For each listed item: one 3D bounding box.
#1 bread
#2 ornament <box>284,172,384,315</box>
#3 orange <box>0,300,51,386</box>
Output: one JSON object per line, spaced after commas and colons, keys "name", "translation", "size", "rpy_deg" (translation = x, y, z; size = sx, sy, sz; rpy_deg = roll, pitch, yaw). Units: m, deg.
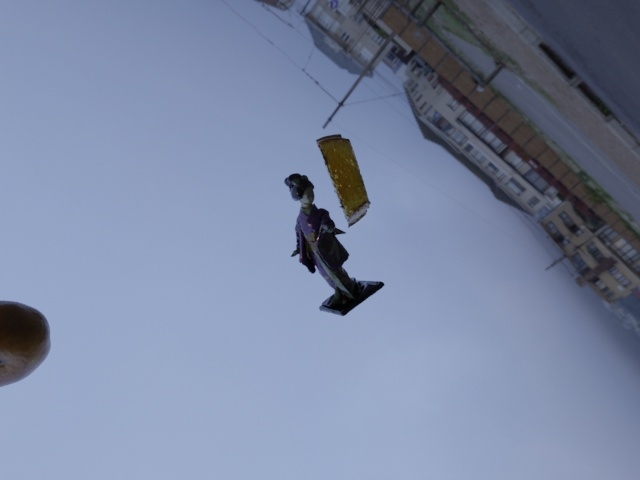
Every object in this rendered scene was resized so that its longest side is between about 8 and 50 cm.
{"name": "bread", "translation": [0.047, -0.118, 0.820], "size": [0.103, 0.065, 0.188], "rpy_deg": [-120, 11, -85]}
{"name": "ornament", "translation": [0.005, 0.002, 0.582], "size": [0.088, 0.081, 0.203], "rpy_deg": [-31, -73, -25]}
{"name": "orange", "translation": [-0.560, 0.177, 0.739], "size": [0.154, 0.155, 0.134], "rpy_deg": [22, -173, -35]}
